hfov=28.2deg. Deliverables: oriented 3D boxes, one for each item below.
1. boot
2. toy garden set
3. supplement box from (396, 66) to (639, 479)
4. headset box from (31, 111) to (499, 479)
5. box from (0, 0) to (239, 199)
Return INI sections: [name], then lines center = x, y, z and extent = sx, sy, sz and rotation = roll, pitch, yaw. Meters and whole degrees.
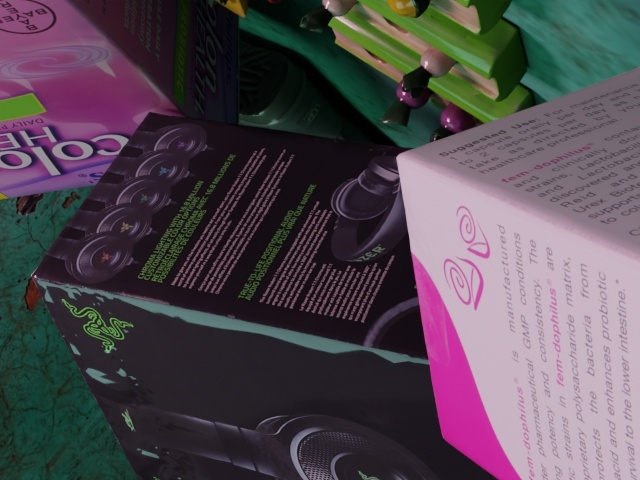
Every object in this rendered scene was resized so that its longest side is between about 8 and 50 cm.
[boot]
center = -0.007, -0.071, 0.949
extent = 0.208, 0.076, 0.189
rotation = 31, -178, -40
[toy garden set]
center = -0.017, -0.121, 0.521
extent = 0.204, 0.049, 0.244
rotation = 35, 176, 21
[supplement box]
center = 0.128, 0.034, 0.352
extent = 0.220, 0.114, 0.111
rotation = 30, 136, 55
[headset box]
center = 0.012, 0.073, 0.697
extent = 0.283, 0.131, 0.246
rotation = 11, 140, 24
[box]
center = -0.187, -0.123, 0.720
extent = 0.213, 0.117, 0.243
rotation = -7, 161, 16
